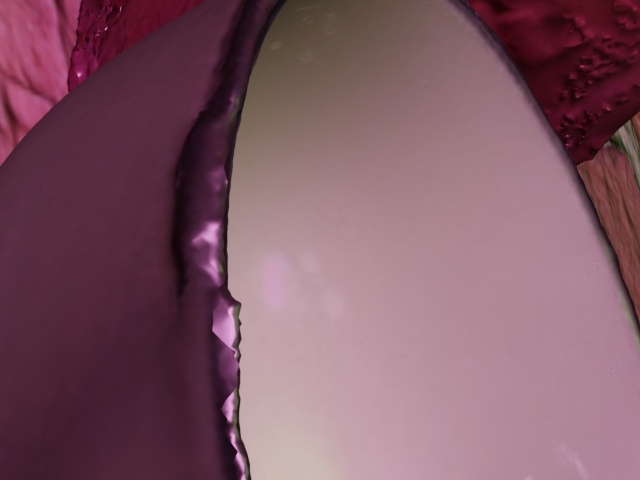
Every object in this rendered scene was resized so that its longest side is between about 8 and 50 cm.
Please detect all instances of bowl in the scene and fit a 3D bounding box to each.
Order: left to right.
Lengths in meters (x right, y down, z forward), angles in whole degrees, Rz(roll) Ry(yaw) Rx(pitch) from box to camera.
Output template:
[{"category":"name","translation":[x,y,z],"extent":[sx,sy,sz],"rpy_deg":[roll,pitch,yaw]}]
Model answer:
[{"category":"bowl","translation":[-0.016,0.094,0.591],"extent":[0.354,0.185,0.354],"rpy_deg":[45,36,-47]}]

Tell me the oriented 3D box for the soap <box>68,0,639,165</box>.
[{"category":"soap","translation":[0.041,-0.104,0.718],"extent":[0.182,0.289,0.112],"rpy_deg":[45,33,-48]}]
